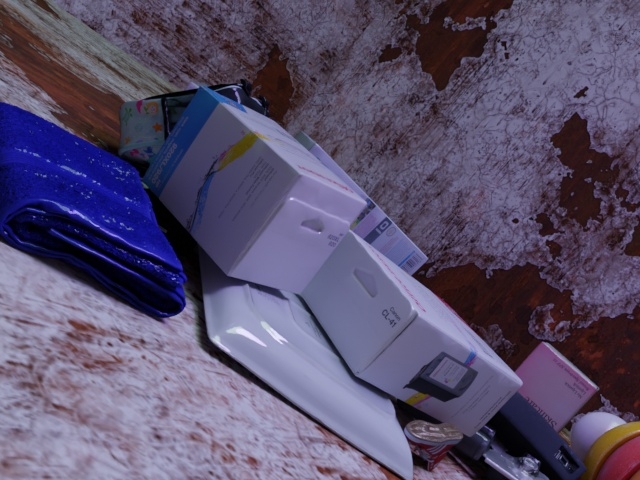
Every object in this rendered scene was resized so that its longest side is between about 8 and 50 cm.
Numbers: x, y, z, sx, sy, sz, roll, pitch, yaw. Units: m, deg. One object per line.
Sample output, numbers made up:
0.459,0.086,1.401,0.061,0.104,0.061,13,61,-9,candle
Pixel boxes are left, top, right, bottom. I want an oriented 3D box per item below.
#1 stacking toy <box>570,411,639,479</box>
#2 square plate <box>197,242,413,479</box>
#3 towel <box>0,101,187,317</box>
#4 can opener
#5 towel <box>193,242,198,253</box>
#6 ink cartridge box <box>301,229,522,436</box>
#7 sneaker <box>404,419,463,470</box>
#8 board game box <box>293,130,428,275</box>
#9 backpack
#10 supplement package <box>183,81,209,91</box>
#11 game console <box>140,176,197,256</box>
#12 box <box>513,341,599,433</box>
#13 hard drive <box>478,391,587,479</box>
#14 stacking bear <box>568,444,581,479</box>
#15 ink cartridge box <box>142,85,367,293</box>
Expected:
0.544,0.410,1.260,0.350,0.351,0.480,38,5,-16,stacking toy
-0.023,0.141,1.072,0.344,0.049,0.347,40,8,-22,square plate
-0.275,-0.052,0.890,0.227,0.076,0.308,36,8,-38,towel
0.246,0.344,1.261,0.283,0.095,0.076,32,23,19,can opener
-0.205,-0.016,1.250,0.148,0.027,0.110,43,7,26,towel
0.137,0.145,1.172,0.306,0.131,0.226,33,12,-39,ink cartridge box
0.146,0.289,1.074,0.118,0.067,0.042,17,27,-44,sneaker
0.000,0.000,1.306,0.303,0.224,0.097,44,5,-28,board game box
-0.232,-0.179,1.378,0.253,0.191,0.225,1,-4,15,backpack
-0.263,-0.239,1.744,0.175,0.177,0.293,38,7,-10,supplement package
-0.236,-0.032,1.130,0.122,0.071,0.107,34,49,-13,game console
0.458,0.349,1.629,0.148,0.232,0.127,43,7,21,box
0.310,0.330,1.313,0.255,0.054,0.172,46,-37,-2,hard drive
0.532,0.482,1.562,0.289,0.175,0.164,21,15,-44,stacking bear
-0.094,-0.068,1.069,0.232,0.168,0.171,44,14,33,ink cartridge box
